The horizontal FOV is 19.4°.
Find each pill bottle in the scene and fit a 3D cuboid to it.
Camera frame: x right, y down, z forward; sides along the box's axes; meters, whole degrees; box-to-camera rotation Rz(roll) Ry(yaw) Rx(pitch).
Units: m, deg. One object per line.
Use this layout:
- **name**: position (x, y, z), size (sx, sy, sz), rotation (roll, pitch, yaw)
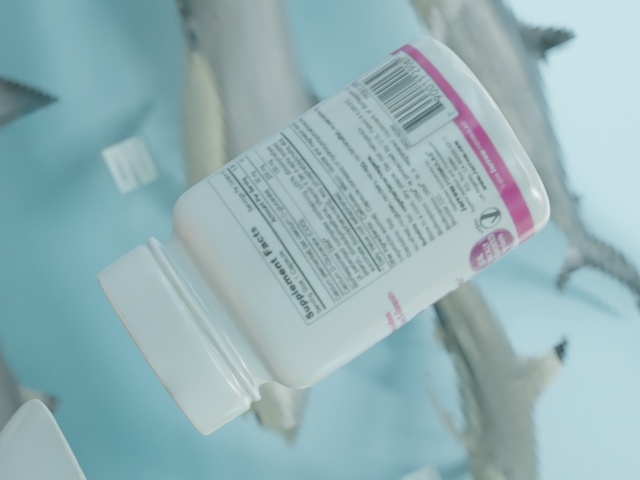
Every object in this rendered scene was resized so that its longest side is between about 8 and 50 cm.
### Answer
- **pill bottle**: position (0.000, 0.000, 1.279), size (0.160, 0.283, 0.160), rotation (56, -3, 4)

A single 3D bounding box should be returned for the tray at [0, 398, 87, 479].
- **tray**: position (-0.074, 0.174, 0.494), size (0.030, 0.145, 0.270), rotation (18, 22, -39)
